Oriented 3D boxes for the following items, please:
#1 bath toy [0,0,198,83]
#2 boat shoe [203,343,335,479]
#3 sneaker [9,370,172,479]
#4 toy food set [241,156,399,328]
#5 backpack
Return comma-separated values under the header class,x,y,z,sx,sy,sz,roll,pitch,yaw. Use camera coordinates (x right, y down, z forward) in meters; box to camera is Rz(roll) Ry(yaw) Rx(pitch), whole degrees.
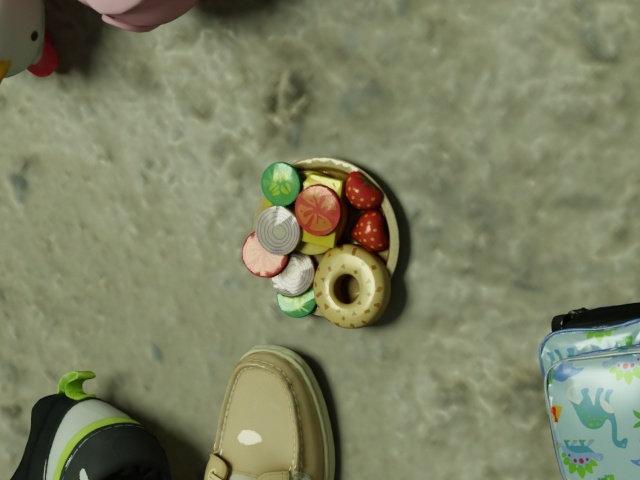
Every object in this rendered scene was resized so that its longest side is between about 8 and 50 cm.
class,x,y,z,sx,sy,sz,roll,pitch,yaw
bath toy,-0.077,-0.165,0.792,0.348,0.129,0.151,-24,44,26
boat shoe,-0.033,0.139,0.852,0.063,0.059,0.170,6,102,25
sneaker,-0.142,0.182,0.919,0.097,0.084,0.235,36,114,43
toy food set,0.000,0.000,0.834,0.082,0.020,0.083,13,105,24
backpack,0.151,0.087,0.738,0.105,0.084,0.114,-11,97,30
